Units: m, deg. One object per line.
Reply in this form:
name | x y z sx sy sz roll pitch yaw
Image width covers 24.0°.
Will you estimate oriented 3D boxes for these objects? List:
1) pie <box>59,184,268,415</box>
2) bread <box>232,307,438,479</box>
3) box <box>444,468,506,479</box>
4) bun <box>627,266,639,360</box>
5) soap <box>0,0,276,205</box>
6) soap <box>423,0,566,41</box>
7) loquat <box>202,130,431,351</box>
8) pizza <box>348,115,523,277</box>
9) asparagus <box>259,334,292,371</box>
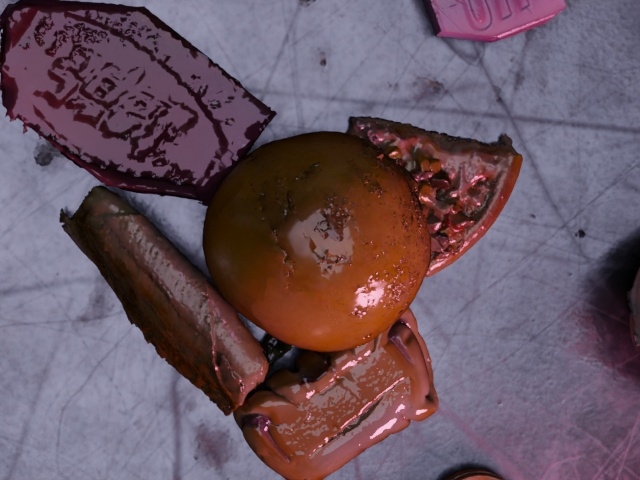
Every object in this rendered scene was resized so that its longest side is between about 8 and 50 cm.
pie | -0.165 0.056 1.575 0.282 0.128 0.068 46 55 2
bread | 0.022 0.167 1.627 0.225 0.081 0.134 -32 101 -4
box | 0.173 0.306 1.672 0.105 0.037 0.106 0 94 -4
bun | 0.458 0.114 1.625 0.263 0.175 0.263 -3 55 4
soap | -0.210 -0.152 1.569 0.289 0.112 0.182 37 88 -5
soap | 0.188 -0.266 1.620 0.149 0.056 0.100 -20 98 -3
loquat | 0.000 0.000 1.527 0.235 0.235 0.235 0 94 -5
pizza | 0.110 -0.073 1.631 0.195 0.052 0.185 38 87 -6
asparagus | -0.050 0.112 1.641 0.165 0.030 0.036 -48 121 -2
